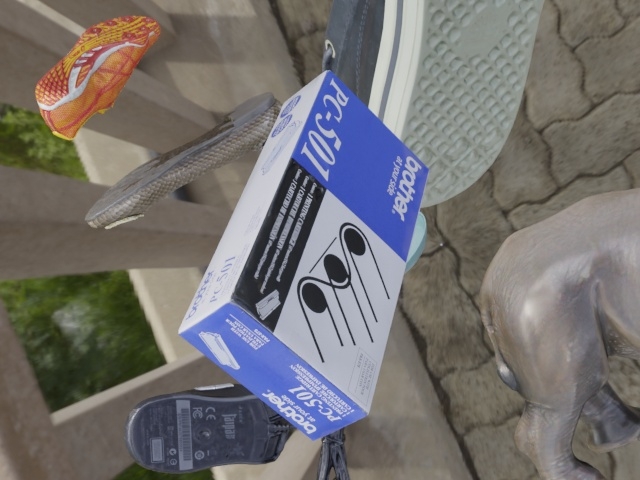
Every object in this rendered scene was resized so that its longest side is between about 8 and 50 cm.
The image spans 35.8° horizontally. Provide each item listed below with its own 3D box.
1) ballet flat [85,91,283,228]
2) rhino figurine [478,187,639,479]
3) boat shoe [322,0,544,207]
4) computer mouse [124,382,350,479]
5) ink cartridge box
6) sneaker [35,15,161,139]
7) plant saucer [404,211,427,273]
[{"bbox_3d":[-0.143,-0.077,1.091,0.249,0.084,0.058,-33,115,-7],"label":"ballet flat"},{"bbox_3d":[0.175,0.007,0.379,0.243,0.073,0.106,-25,95,8],"label":"rhino figurine"},{"bbox_3d":[0.096,-0.248,0.713,0.186,0.500,0.156,-16,51,-25],"label":"boat shoe"},{"bbox_3d":[-0.090,0.250,1.163,0.262,0.060,0.184,-8,100,-5],"label":"computer mouse"},{"bbox_3d":[0.000,0.000,0.562,0.097,0.207,0.046,42,129,-19],"label":"ink cartridge box"},{"bbox_3d":[-0.228,-0.173,1.023,0.064,0.067,0.175,23,55,24],"label":"sneaker"},{"bbox_3d":[0.098,0.014,1.291,0.021,0.119,0.119,41,95,-24],"label":"plant saucer"}]
